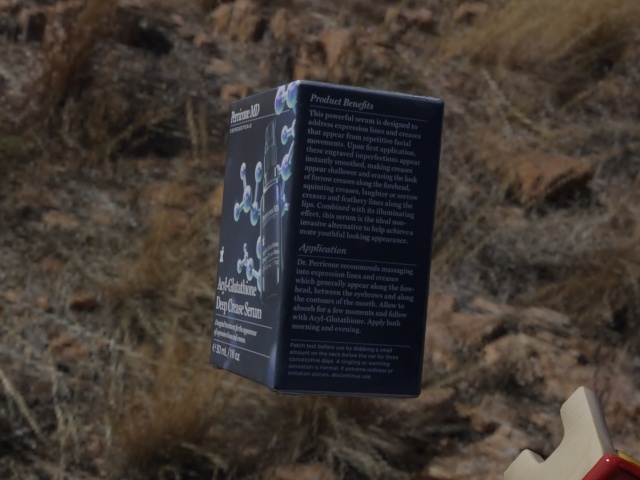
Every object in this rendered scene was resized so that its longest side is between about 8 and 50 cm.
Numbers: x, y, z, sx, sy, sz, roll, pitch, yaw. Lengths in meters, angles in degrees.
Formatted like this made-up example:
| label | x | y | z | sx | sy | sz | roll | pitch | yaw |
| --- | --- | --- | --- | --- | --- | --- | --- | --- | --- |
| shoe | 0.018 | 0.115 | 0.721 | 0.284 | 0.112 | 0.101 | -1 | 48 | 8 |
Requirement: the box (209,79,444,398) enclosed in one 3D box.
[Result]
| label | x | y | z | sx | sy | sz | roll | pitch | yaw |
| --- | --- | --- | --- | --- | --- | --- | --- | --- | --- |
| box | 0.000 | 0.000 | 1.593 | 0.212 | 0.395 | 0.293 | 5 | -2 | -21 |

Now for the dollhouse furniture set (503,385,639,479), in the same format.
| label | x | y | z | sx | sy | sz | roll | pitch | yaw |
| --- | --- | --- | --- | --- | --- | --- | --- | --- | --- |
| dollhouse furniture set | 0.323 | 0.180 | 0.664 | 0.374 | 0.201 | 0.152 | 30 | 17 | -20 |
